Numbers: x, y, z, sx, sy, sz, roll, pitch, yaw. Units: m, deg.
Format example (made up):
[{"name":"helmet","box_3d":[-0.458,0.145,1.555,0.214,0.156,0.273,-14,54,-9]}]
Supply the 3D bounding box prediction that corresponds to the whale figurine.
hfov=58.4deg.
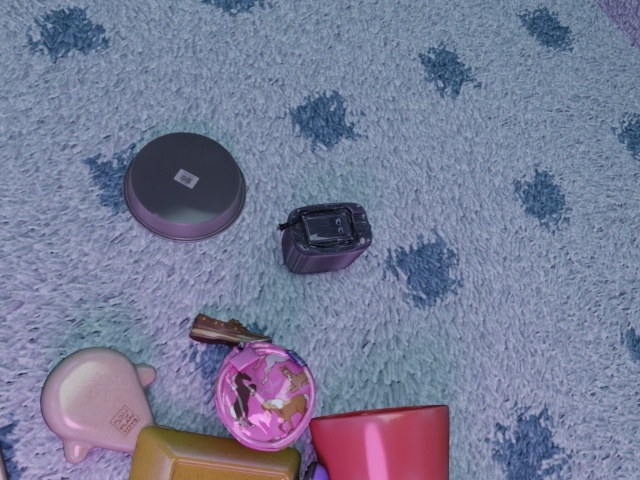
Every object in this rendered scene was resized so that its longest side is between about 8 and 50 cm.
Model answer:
[{"name":"whale figurine","box_3d":[-0.397,0.325,1.085,0.272,0.141,0.216,48,59,-17]}]

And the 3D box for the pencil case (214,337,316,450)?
[{"name":"pencil case","box_3d":[-0.112,0.276,1.027,0.159,0.386,0.167,19,71,-4]}]

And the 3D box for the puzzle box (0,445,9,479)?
[{"name":"puzzle box","box_3d":[-0.764,0.424,0.964,0.408,0.052,0.272,-19,71,-23]}]

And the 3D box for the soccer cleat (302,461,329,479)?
[{"name":"soccer cleat","box_3d":[0.003,0.556,1.004,0.116,0.108,0.319,4,81,8]}]

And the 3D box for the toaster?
[{"name":"toaster","box_3d":[0.000,0.000,1.323,0.226,0.146,0.129,-8,66,-19]}]

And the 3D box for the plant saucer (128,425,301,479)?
[{"name":"plant saucer","box_3d":[-0.182,0.518,1.010,0.332,0.081,0.333,18,61,-23]}]

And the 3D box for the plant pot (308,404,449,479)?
[{"name":"plant pot","box_3d":[0.123,0.448,1.088,0.274,0.275,0.244,-2,75,-16]}]

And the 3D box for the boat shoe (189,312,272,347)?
[{"name":"boat shoe","box_3d":[-0.187,0.195,1.224,0.177,0.064,0.060,12,64,-6]}]

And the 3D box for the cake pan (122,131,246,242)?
[{"name":"cake pan","box_3d":[-0.318,-0.137,1.359,0.292,0.054,0.294,6,64,-12]}]
